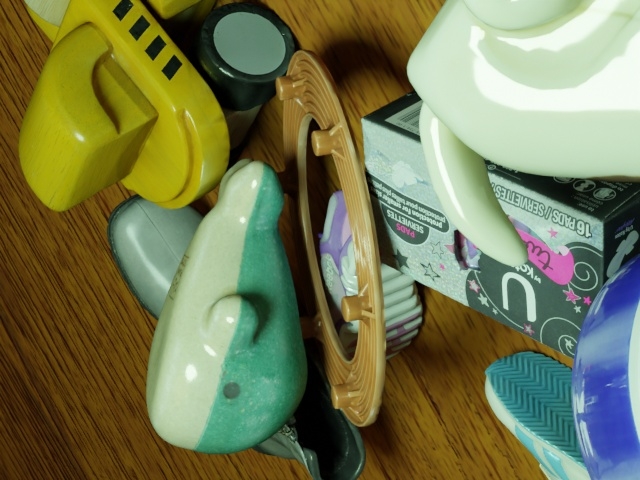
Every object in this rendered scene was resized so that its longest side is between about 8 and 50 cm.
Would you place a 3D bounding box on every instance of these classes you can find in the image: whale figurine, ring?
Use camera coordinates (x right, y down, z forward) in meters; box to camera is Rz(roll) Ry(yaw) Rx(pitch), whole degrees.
[{"bbox_3d":[-0.068,0.064,1.736,0.216,0.141,0.272,-167,93,-80],"label":"whale figurine"},{"bbox_3d":[0.000,0.000,1.667,0.336,0.032,0.337,171,90,-79],"label":"ring"}]

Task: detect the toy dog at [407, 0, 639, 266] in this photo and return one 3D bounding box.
[{"bbox_3d":[0.265,-0.108,1.168,0.408,0.284,0.395,32,103,21],"label":"toy dog"}]

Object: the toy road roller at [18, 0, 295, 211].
[{"bbox_3d":[-0.205,-0.176,1.795,0.329,0.240,0.202,50,145,11],"label":"toy road roller"}]

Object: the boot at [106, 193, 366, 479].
[{"bbox_3d":[-0.074,0.091,1.915,0.338,0.118,0.222,53,167,-13],"label":"boot"}]

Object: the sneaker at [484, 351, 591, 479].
[{"bbox_3d":[0.228,0.193,1.683,0.228,0.087,0.092,44,146,23],"label":"sneaker"}]

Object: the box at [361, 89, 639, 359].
[{"bbox_3d":[0.173,-0.028,1.502,0.247,0.163,0.142,26,133,39],"label":"box"}]

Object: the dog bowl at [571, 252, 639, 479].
[{"bbox_3d":[0.313,0.113,1.346,0.265,0.265,0.104,59,149,-2],"label":"dog bowl"}]

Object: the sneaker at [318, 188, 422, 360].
[{"bbox_3d":[0.038,0.033,1.800,0.104,0.095,0.236,55,155,32],"label":"sneaker"}]
